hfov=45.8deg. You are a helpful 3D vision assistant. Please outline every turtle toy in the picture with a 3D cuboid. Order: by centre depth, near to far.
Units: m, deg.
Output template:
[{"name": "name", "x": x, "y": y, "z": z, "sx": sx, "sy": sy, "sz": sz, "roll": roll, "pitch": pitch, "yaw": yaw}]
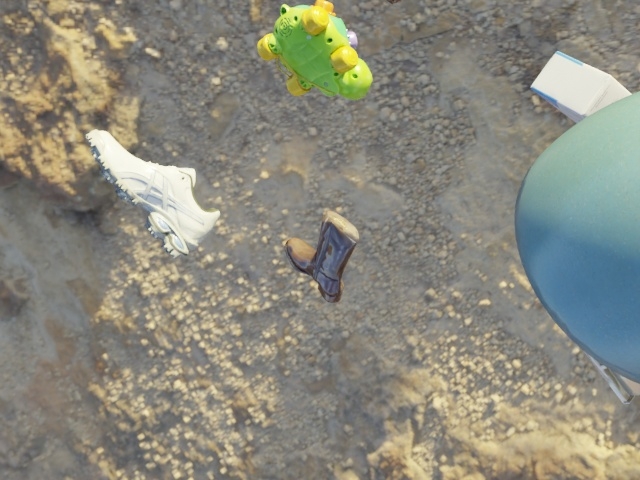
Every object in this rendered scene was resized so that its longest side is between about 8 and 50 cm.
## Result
[{"name": "turtle toy", "x": 0.003, "y": -0.195, "z": 0.790, "sx": 0.095, "sy": 0.066, "sz": 0.130, "roll": -16, "pitch": 125, "yaw": 44}]

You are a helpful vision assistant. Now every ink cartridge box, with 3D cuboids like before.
[{"name": "ink cartridge box", "x": 0.477, "y": -0.229, "z": 1.299, "sx": 0.082, "sy": 0.190, "sz": 0.139, "roll": -57, "pitch": 37, "yaw": 14}]

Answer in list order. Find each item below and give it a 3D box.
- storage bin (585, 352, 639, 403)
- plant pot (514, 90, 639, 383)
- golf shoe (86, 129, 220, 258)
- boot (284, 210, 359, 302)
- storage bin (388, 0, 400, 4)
[{"name": "storage bin", "x": 0.455, "y": 0.038, "z": 1.045, "sx": 0.260, "sy": 0.262, "sz": 0.123, "roll": 52, "pitch": 155, "yaw": -6}, {"name": "plant pot", "x": 0.350, "y": -0.033, "z": 0.674, "sx": 0.290, "sy": 0.290, "sz": 0.195, "roll": 47, "pitch": 152, "yaw": 13}, {"name": "golf shoe", "x": -0.188, "y": -0.066, "z": 0.861, "sx": 0.176, "sy": 0.086, "sz": 0.069, "roll": 52, "pitch": 170, "yaw": -21}, {"name": "boot", "x": 0.000, "y": 0.000, "z": 0.846, "sx": 0.106, "sy": 0.037, "sz": 0.114, "roll": 46, "pitch": 148, "yaw": 28}, {"name": "storage bin", "x": 0.157, "y": -0.524, "z": 1.481, "sx": 0.091, "sy": 0.135, "sz": 0.098, "roll": -16, "pitch": 86, "yaw": 24}]
